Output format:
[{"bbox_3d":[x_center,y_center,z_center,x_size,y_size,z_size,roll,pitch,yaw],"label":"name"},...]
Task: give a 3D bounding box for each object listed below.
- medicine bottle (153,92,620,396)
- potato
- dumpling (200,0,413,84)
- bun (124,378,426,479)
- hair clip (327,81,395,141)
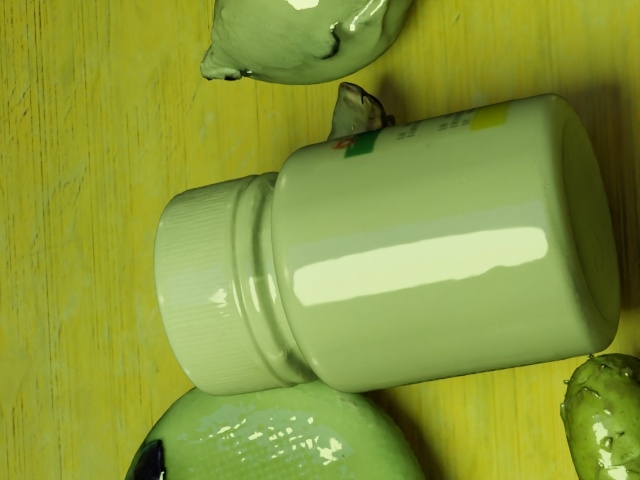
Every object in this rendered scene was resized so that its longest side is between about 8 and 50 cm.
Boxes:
[{"bbox_3d":[0.054,0.014,1.411,0.340,0.208,0.208,-11,83,20],"label":"medicine bottle"},{"bbox_3d":[0.249,0.196,1.375,0.090,0.117,0.225,-15,91,28],"label":"potato"},{"bbox_3d":[-0.014,-0.252,1.554,0.243,0.175,0.226,0,60,23],"label":"dumpling"},{"bbox_3d":[-0.029,0.261,1.538,0.293,0.187,0.293,-4,75,15],"label":"bun"},{"bbox_3d":[0.005,-0.002,1.577,0.173,0.069,0.300,37,117,31],"label":"hair clip"}]
